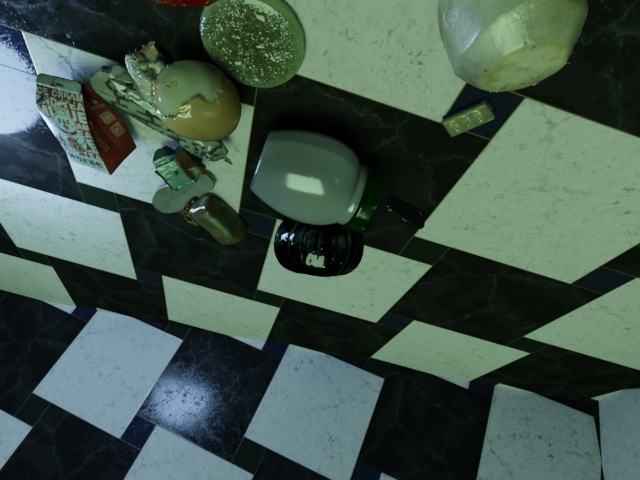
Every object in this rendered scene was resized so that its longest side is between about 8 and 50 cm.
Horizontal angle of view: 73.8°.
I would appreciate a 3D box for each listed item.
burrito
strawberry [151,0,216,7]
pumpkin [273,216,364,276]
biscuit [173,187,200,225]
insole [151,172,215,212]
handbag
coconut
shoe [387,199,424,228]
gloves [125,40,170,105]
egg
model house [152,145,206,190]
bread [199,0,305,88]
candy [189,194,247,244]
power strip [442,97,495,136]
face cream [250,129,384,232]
[{"bbox_3d":[-0.436,-0.361,1.243,0.445,0.101,0.139,31,131,-21],"label":"burrito"},{"bbox_3d":[-0.209,-0.577,0.721,0.351,0.267,0.312,-14,111,9],"label":"strawberry"},{"bbox_3d":[0.000,0.000,1.488,0.315,0.239,0.315,7,-177,0],"label":"pumpkin"},{"bbox_3d":[-0.518,-0.135,1.662,0.131,0.026,0.237,-6,143,23],"label":"biscuit"},{"bbox_3d":[-0.516,-0.172,1.578,0.348,0.009,0.119,-18,133,35],"label":"insole"},{"bbox_3d":[-0.696,-0.360,1.272,0.171,0.151,0.298,20,146,12],"label":"handbag"},{"bbox_3d":[0.347,-0.422,0.790,0.244,0.248,0.245,-8,169,-2],"label":"coconut"},{"bbox_3d":[0.282,-0.088,1.444,0.159,0.062,0.053,27,156,-21],"label":"shoe"},{"bbox_3d":[-0.440,-0.435,1.130,0.070,0.114,0.153,13,138,42],"label":"gloves"},{"bbox_3d":[-0.312,-0.357,1.116,0.201,0.201,0.244,-5,167,24],"label":"egg"},{"bbox_3d":[-0.446,-0.253,1.406,0.148,0.119,0.148,-14,136,15],"label":"model house"},{"bbox_3d":[-0.168,-0.481,1.033,0.266,0.041,0.267,9,147,6],"label":"bread"},{"bbox_3d":[-0.388,-0.075,1.640,0.104,0.102,0.234,-10,138,30],"label":"candy"},{"bbox_3d":[0.382,-0.316,1.099,0.123,0.032,0.056,-19,136,37],"label":"power strip"},{"bbox_3d":[-0.013,-0.174,1.267,0.356,0.220,0.312,19,145,-11],"label":"face cream"}]
